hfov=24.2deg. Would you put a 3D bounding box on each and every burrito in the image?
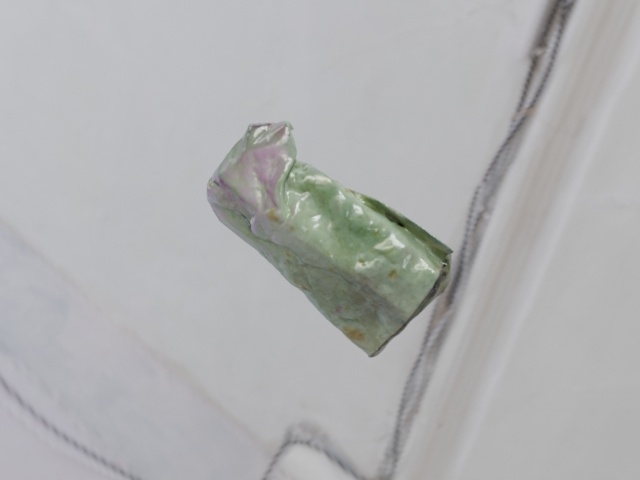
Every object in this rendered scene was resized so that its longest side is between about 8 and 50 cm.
[{"bbox_3d":[0.000,0.000,1.350,0.229,0.089,0.144,36,-50,-8],"label":"burrito"}]
